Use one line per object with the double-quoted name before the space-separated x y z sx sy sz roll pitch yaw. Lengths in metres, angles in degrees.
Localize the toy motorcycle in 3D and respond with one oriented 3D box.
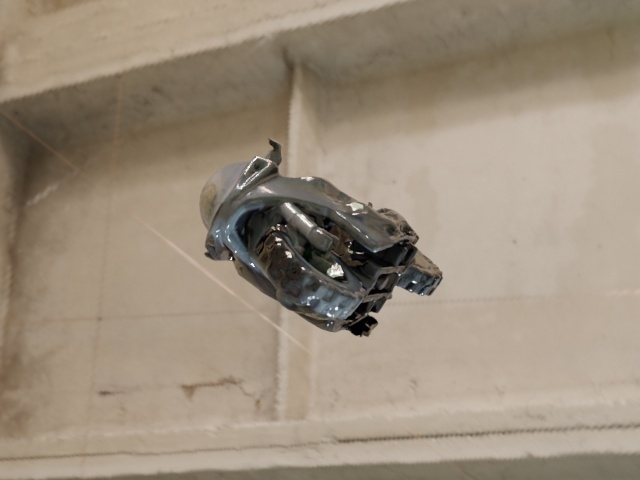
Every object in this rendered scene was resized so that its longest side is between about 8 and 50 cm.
"toy motorcycle" 0.000 0.000 0.908 0.159 0.270 0.106 35 -76 16
